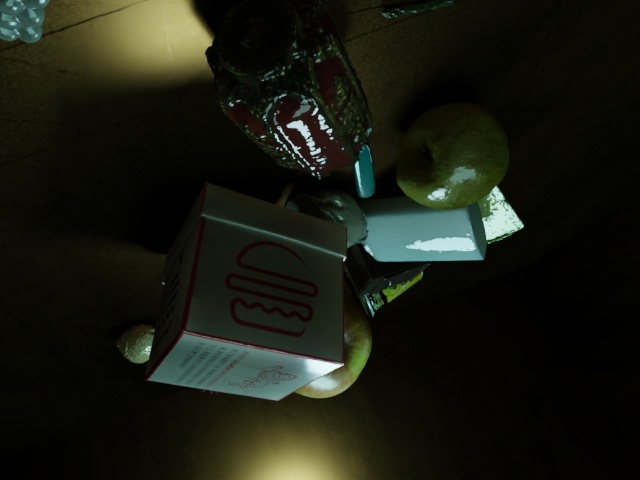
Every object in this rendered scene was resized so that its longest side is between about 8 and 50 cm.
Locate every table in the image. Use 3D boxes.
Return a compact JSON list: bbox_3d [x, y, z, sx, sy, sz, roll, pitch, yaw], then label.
[{"bbox_3d":[0.196,0.060,1.523,0.193,0.173,0.169,-16,160,-18],"label":"table"}]

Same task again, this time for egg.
[{"bbox_3d":[-0.545,0.309,1.478,0.140,0.118,0.116,-50,-169,37],"label":"egg"}]

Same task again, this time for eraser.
[{"bbox_3d":[0.242,-0.028,1.205,0.289,0.104,0.189,-2,132,33],"label":"eraser"}]

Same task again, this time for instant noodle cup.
[{"bbox_3d":[0.219,0.123,1.710,0.236,0.216,0.216,-28,162,-9],"label":"instant noodle cup"}]

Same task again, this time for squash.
[{"bbox_3d":[0.307,-0.069,1.256,0.308,0.210,0.233,-34,123,20],"label":"squash"}]

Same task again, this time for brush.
[{"bbox_3d":[0.091,-0.155,1.067,0.043,0.032,0.193,-18,149,1],"label":"brush"}]

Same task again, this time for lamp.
[{"bbox_3d":[-0.029,-0.189,0.634,0.176,0.177,0.274,-27,160,13],"label":"lamp"}]

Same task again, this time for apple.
[{"bbox_3d":[-0.021,0.341,1.715,0.399,0.401,0.333,-14,-179,-23],"label":"apple"}]

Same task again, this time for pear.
[{"bbox_3d":[0.269,-0.167,0.975,0.211,0.189,0.228,-6,153,-33],"label":"pear"}]

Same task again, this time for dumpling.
[{"bbox_3d":[0.007,-0.037,1.142,0.172,0.143,0.247,-3,152,33],"label":"dumpling"}]

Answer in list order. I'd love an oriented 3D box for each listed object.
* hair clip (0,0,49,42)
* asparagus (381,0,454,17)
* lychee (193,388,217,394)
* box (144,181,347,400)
[{"bbox_3d":[-0.278,-0.249,0.386,0.140,0.054,0.220,-13,163,-44],"label":"hair clip"},{"bbox_3d":[0.134,-0.323,0.679,0.114,0.014,0.015,-18,159,-12],"label":"asparagus"},{"bbox_3d":[-0.350,0.356,1.593,0.275,0.276,0.304,-25,-174,7],"label":"lychee"},{"bbox_3d":[-0.149,0.122,0.982,0.311,0.300,0.314,17,144,-22],"label":"box"}]
